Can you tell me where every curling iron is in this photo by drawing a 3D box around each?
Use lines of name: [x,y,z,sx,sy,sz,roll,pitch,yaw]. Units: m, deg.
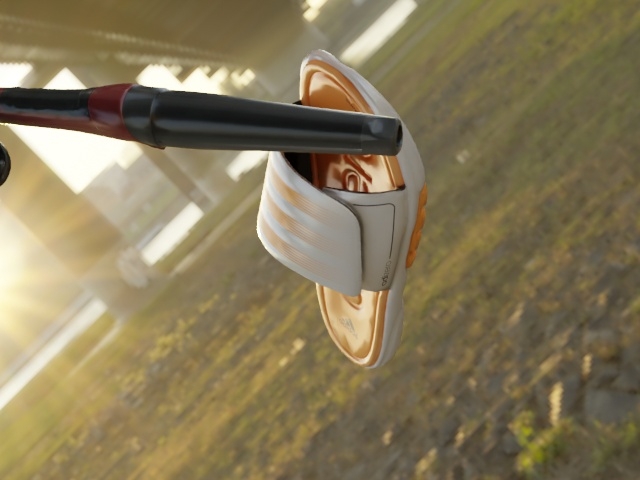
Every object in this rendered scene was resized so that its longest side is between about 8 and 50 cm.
curling iron: [-0.092,-0.049,0.632,0.274,0.068,0.035,-1,3,16]

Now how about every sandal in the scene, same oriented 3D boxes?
sandal: [0.007,0.006,0.798,0.076,0.102,0.265,-32,-38,-25]
